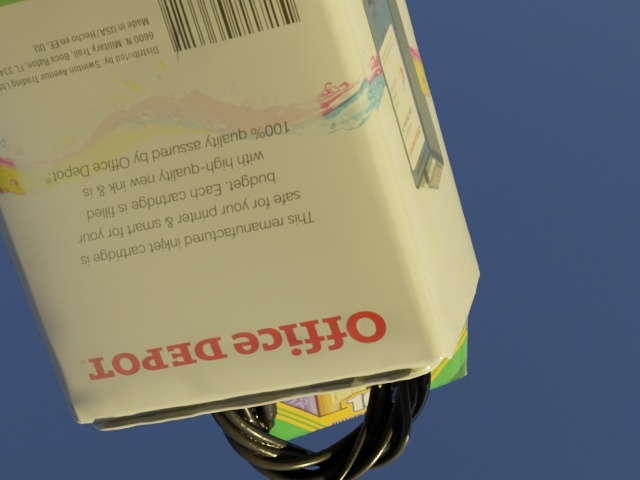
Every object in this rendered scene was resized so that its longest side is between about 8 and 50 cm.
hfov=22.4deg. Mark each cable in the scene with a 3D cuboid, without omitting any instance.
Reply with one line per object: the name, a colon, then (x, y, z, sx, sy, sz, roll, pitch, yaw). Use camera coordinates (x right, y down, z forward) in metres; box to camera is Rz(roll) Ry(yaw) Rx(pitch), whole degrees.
cable: (0.000, 0.067, 0.966, 0.150, 0.185, 0.047, 11, -173, -34)

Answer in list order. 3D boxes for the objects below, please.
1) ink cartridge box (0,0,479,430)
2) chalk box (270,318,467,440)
ink cartridge box: (-0.044, -0.050, 0.596, 0.154, 0.212, 0.093, -11, -162, 20)
chalk box: (0.000, 0.000, 1.215, 0.179, 0.289, 0.180, -19, -117, -7)
